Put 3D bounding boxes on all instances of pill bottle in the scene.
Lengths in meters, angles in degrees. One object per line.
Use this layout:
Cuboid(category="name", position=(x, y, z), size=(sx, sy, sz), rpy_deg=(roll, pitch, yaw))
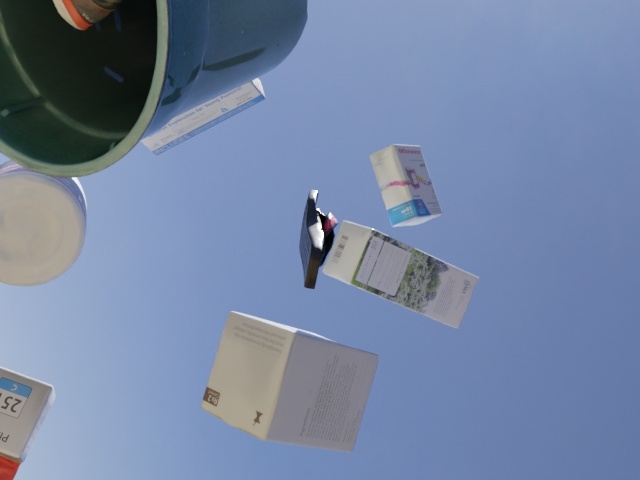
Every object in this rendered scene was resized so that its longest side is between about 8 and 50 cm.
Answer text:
Cuboid(category="pill bottle", position=(-0.480, -0.047, 1.323), size=(0.318, 0.176, 0.176), rpy_deg=(-142, -142, -70))

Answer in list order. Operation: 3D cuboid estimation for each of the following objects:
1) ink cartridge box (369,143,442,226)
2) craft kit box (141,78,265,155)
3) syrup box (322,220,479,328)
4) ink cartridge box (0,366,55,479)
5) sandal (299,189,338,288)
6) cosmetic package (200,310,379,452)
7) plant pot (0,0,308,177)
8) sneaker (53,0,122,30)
Cuboid(category="ink cartridge box", position=(0.136, -0.088, 1.267), size=(0.052, 0.088, 0.123), rpy_deg=(-24, -100, 34))
Cuboid(category="craft kit box", position=(-0.265, -0.283, 1.428), size=(0.246, 0.249, 0.061), rpy_deg=(45, 24, -57))
Cuboid(category="syrup box", position=(0.133, 0.057, 1.293), size=(0.096, 0.236, 0.093), rpy_deg=(19, -94, 59))
Cuboid(category="ink cartridge box", position=(-0.659, 0.330, 1.392), size=(0.296, 0.261, 0.066), rpy_deg=(21, -28, -4))
Cuboid(category="sandal", position=(0.000, 0.000, 0.913), size=(0.179, 0.040, 0.067), rpy_deg=(-96, -166, -61))
Cuboid(category="cosmetic package", position=(-0.043, 0.205, 1.157), size=(0.151, 0.183, 0.152), rpy_deg=(11, -98, 46))
Cuboid(category="plant pot", position=(-0.196, -0.277, 0.885), size=(0.341, 0.334, 0.341), rpy_deg=(12, -65, 28))
Cuboid(category="sneaker", position=(-0.228, -0.275, 0.723), size=(0.064, 0.061, 0.158), rpy_deg=(-15, -64, 16))
